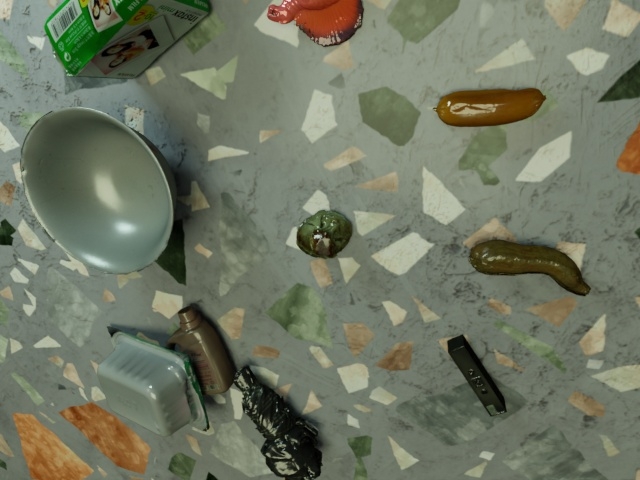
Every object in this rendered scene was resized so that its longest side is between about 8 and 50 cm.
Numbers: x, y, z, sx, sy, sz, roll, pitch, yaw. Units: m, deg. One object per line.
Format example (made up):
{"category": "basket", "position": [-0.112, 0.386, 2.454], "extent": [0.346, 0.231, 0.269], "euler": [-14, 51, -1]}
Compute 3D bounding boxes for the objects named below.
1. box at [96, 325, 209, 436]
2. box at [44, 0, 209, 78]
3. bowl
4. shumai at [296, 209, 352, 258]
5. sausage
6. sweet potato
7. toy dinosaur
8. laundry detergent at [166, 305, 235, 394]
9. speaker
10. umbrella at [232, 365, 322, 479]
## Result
{"category": "box", "position": [-0.460, 0.392, 1.096], "extent": [0.336, 0.106, 0.264], "euler": [8, 116, 28]}
{"category": "box", "position": [-0.339, -0.393, 0.736], "extent": [0.250, 0.180, 0.103], "euler": [-25, 100, 24]}
{"category": "bowl", "position": [-0.428, -0.114, 0.889], "extent": [0.345, 0.157, 0.346], "euler": [6, 114, 12]}
{"category": "shumai", "position": [0.001, 0.001, 0.862], "extent": [0.123, 0.087, 0.099], "euler": [-32, 102, 26]}
{"category": "sausage", "position": [0.285, -0.224, 0.709], "extent": [0.183, 0.054, 0.062], "euler": [2, 143, 12]}
{"category": "sweet potato", "position": [0.400, 0.044, 0.790], "extent": [0.232, 0.062, 0.081], "euler": [13, 130, 5]}
{"category": "toy dinosaur", "position": [0.046, -0.413, 0.696], "extent": [0.285, 0.070, 0.139], "euler": [-16, 118, 17]}
{"category": "laundry detergent", "position": [-0.334, 0.287, 1.079], "extent": [0.171, 0.076, 0.237], "euler": [-13, 108, 23]}
{"category": "speaker", "position": [0.344, 0.299, 0.919], "extent": [0.040, 0.046, 0.191], "euler": [-29, 102, 25]}
{"category": "umbrella", "position": [-0.128, 0.485, 1.090], "extent": [0.154, 0.128, 0.337], "euler": [-43, 91, 10]}
